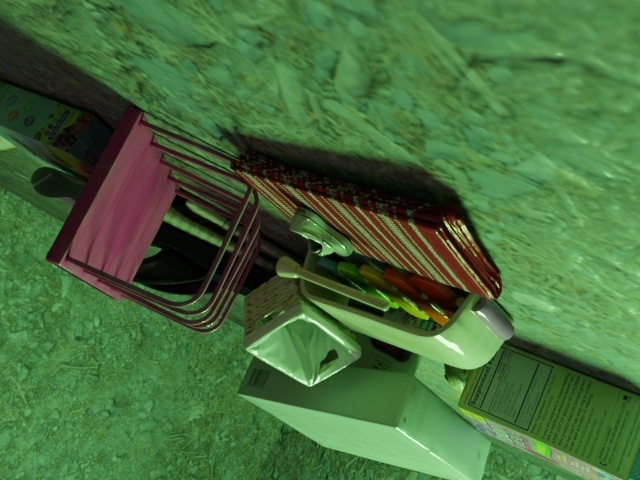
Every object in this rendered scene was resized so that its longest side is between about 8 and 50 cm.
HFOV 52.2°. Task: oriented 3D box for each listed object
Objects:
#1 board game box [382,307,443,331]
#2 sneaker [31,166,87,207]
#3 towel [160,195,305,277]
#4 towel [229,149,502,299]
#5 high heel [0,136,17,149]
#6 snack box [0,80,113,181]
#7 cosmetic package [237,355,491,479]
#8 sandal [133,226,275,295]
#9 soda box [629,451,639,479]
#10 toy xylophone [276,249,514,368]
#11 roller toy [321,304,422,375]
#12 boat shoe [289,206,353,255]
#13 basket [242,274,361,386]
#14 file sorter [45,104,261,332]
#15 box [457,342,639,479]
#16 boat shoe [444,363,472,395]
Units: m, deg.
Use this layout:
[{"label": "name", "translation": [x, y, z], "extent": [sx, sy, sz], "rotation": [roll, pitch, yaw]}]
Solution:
[{"label": "board game box", "translation": [0.192, 0.157, 1.088], "extent": [0.154, 0.026, 0.103], "rotation": [15, 162, 42]}, {"label": "sneaker", "translation": [-0.343, -0.064, 0.962], "extent": [0.152, 0.053, 0.061], "rotation": [28, -178, 1]}, {"label": "towel", "translation": [-0.160, 0.012, 1.205], "extent": [0.324, 0.056, 0.312], "rotation": [27, 170, -9]}, {"label": "towel", "translation": [0.052, -0.017, 0.709], "extent": [0.275, 0.031, 0.199], "rotation": [20, 167, 36]}, {"label": "high heel", "translation": [-0.522, -0.211, 1.066], "extent": [0.082, 0.117, 0.244], "rotation": [-9, -176, 4]}, {"label": "snack box", "translation": [-0.379, -0.144, 0.972], "extent": [0.207, 0.070, 0.174], "rotation": [22, 166, 24]}, {"label": "cosmetic package", "translation": [0.075, 0.323, 1.198], "extent": [0.377, 0.097, 0.284], "rotation": [-2, 144, 43]}, {"label": "sandal", "translation": [-0.240, 0.054, 1.149], "extent": [0.446, 0.107, 0.167], "rotation": [22, 169, 18]}, {"label": "soda box", "translation": [0.574, 0.420, 1.251], "extent": [0.071, 0.067, 0.210], "rotation": [33, 166, -25]}, {"label": "toy xylophone", "translation": [0.087, 0.079, 0.882], "extent": [0.323, 0.081, 0.236], "rotation": [17, 163, 38]}, {"label": "roller toy", "translation": [0.093, 0.227, 1.283], "extent": [0.191, 0.146, 0.209], "rotation": [18, 163, 33]}, {"label": "boat shoe", "translation": [0.000, 0.000, 0.736], "extent": [0.035, 0.035, 0.100], "rotation": [18, 166, 41]}, {"label": "basket", "translation": [-0.031, 0.135, 1.017], "extent": [0.167, 0.113, 0.103], "rotation": [41, -157, -40]}, {"label": "file sorter", "translation": [-0.190, -0.001, 0.874], "extent": [0.182, 0.202, 0.290], "rotation": [24, 166, 2]}, {"label": "box", "translation": [0.359, 0.271, 1.003], "extent": [0.243, 0.117, 0.213], "rotation": [20, 165, 28]}, {"label": "boat shoe", "translation": [0.264, 0.251, 1.240], "extent": [0.059, 0.063, 0.170], "rotation": [23, 157, 26]}]
